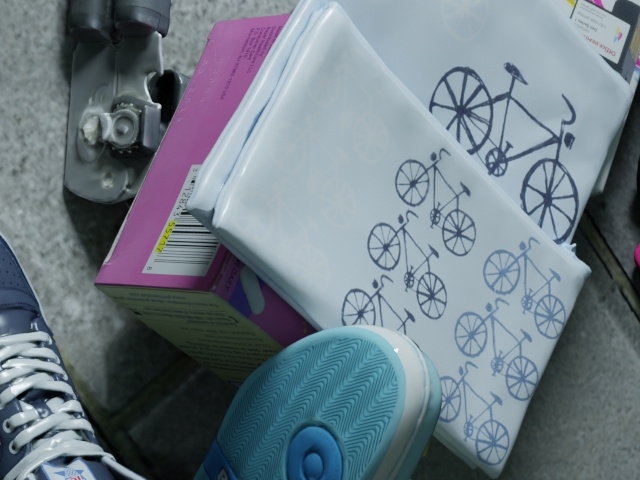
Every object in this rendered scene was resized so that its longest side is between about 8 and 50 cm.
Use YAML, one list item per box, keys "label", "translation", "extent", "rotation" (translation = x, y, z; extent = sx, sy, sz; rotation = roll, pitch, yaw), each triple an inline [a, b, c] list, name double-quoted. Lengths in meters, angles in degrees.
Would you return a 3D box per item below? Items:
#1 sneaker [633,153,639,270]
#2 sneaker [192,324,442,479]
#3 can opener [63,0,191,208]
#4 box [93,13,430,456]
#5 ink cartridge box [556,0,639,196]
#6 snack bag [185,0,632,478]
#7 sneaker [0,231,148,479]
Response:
- label: "sneaker"
  translation: [0.319, -0.105, 1.399]
  extent: [0.112, 0.121, 0.299]
  rotation: [-9, 101, -27]
- label: "sneaker"
  translation: [0.028, 0.171, 1.129]
  extent: [0.208, 0.319, 0.127]
  rotation: [4, 47, -39]
- label: "can opener"
  translation: [-0.129, -0.158, 1.199]
  extent: [0.095, 0.076, 0.283]
  rotation: [22, 69, -60]
- label: "box"
  translation: [0.000, 0.000, 1.176]
  extent: [0.243, 0.117, 0.213]
  rotation: [42, 62, -40]
- label: "ink cartridge box"
  translation: [0.156, -0.190, 1.335]
  extent: [0.201, 0.117, 0.278]
  rotation: [30, 69, -25]
- label: "snack bag"
  translation: [0.090, -0.062, 1.148]
  extent: [0.323, 0.037, 0.342]
  rotation: [44, 61, -33]
- label: "sneaker"
  translation: [-0.181, 0.113, 1.064]
  extent: [0.099, 0.153, 0.282]
  rotation: [-11, 89, -33]
